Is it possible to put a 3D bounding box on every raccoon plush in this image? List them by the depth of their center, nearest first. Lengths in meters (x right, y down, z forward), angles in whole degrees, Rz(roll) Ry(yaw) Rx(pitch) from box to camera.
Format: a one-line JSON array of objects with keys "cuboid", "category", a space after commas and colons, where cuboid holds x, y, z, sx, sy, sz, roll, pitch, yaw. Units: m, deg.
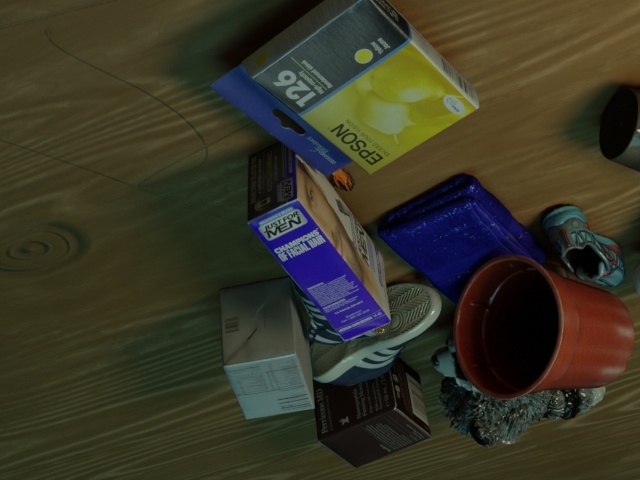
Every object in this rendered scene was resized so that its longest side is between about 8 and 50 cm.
[{"cuboid": [0.439, 0.251, 2.363, 0.447, 0.216, 0.299, -15, 132, -28], "category": "raccoon plush"}]

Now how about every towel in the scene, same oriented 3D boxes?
[{"cuboid": [0.280, 0.014, 2.096, 0.228, 0.076, 0.308, -30, 134, 23], "category": "towel"}]

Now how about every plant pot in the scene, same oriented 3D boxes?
[{"cuboid": [0.447, 0.177, 2.089, 0.265, 0.272, 0.272, 10, 138, -37], "category": "plant pot"}]

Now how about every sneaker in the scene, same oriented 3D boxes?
[{"cuboid": [0.524, 0.044, 2.127, 0.104, 0.125, 0.262, -33, 133, 26], "category": "sneaker"}, {"cuboid": [-0.009, 0.114, 2.152, 0.282, 0.099, 0.153, 39, 142, -24], "category": "sneaker"}, {"cuboid": [0.137, 0.204, 2.268, 0.350, 0.131, 0.148, -32, 141, 33], "category": "sneaker"}]

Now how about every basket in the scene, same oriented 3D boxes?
[{"cuboid": [0.616, -0.180, 1.872, 0.227, 0.154, 0.204, 11, 135, -15], "category": "basket"}]

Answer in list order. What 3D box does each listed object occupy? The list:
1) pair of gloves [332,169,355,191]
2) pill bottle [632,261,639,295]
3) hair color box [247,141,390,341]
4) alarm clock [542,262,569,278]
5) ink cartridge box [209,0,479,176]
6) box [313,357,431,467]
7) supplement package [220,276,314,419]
[{"cuboid": [0.017, -0.104, 1.973, 0.083, 0.010, 0.074, -20, 139, 18], "category": "pair of gloves"}, {"cuboid": [0.746, -0.005, 2.057, 0.188, 0.187, 0.334, 11, 136, -19], "category": "pill bottle"}, {"cuboid": [0.000, 0.000, 1.923, 0.110, 0.185, 0.339, -26, 128, 18], "category": "hair color box"}, {"cuboid": [0.476, 0.109, 2.248, 0.192, 0.064, 0.129, 0, 138, -13], "category": "alarm clock"}, {"cuboid": [0.039, -0.228, 1.702, 0.307, 0.072, 0.304, -33, 135, 24], "category": "ink cartridge box"}, {"cuboid": [0.112, 0.374, 2.413, 0.203, 0.168, 0.167, -27, 137, 20], "category": "box"}, {"cuboid": [-0.107, 0.220, 2.186, 0.149, 0.194, 0.203, -10, 138, 5], "category": "supplement package"}]
